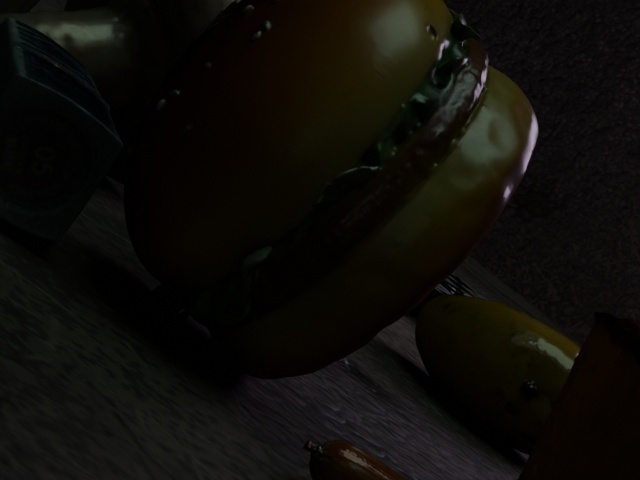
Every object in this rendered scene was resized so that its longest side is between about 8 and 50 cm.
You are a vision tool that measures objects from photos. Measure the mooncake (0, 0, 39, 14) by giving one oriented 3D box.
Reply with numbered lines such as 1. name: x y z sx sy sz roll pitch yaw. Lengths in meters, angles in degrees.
1. mooncake: -0.358 -0.336 1.494 0.356 0.194 0.356 36 7 -5

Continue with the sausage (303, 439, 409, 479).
1. sausage: 0.035 0.129 0.866 0.107 0.031 0.031 34 6 -12

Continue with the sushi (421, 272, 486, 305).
1. sushi: 0.115 0.054 1.897 0.192 0.043 0.279 39 6 29

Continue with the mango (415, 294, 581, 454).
1. mango: 0.146 0.104 1.436 0.137 0.098 0.195 30 1 -33

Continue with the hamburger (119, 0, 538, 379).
1. hamburger: -0.012 -0.048 0.979 0.170 0.246 0.246 48 3 -13

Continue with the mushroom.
1. mushroom: -0.132 -0.142 1.272 0.209 0.206 0.206 24 9 -18

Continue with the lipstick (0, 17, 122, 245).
1. lipstick: -0.172 -0.073 1.044 0.077 0.076 0.290 33 4 -16

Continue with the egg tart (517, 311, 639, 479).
1. egg tart: 0.221 0.153 1.084 0.215 0.171 0.215 35 5 -3
